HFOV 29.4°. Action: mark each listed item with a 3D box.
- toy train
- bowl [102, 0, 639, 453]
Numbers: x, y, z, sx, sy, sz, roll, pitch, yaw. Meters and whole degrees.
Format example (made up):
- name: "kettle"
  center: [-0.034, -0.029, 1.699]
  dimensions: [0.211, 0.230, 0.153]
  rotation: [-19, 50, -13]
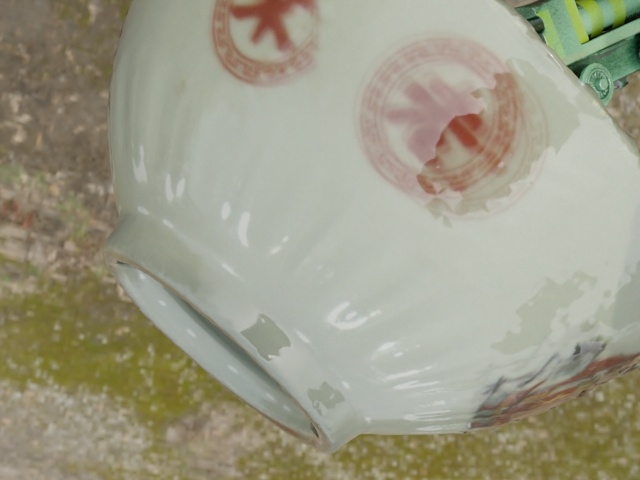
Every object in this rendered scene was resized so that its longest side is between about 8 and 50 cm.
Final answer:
- name: "toy train"
  center: [0.288, -0.210, 1.287]
  dimensions: [0.083, 0.200, 0.132]
  rotation: [-10, 104, 55]
- name: "bowl"
  center: [0.000, 0.000, 0.600]
  dimensions: [0.337, 0.157, 0.337]
  rotation: [38, 165, 12]
